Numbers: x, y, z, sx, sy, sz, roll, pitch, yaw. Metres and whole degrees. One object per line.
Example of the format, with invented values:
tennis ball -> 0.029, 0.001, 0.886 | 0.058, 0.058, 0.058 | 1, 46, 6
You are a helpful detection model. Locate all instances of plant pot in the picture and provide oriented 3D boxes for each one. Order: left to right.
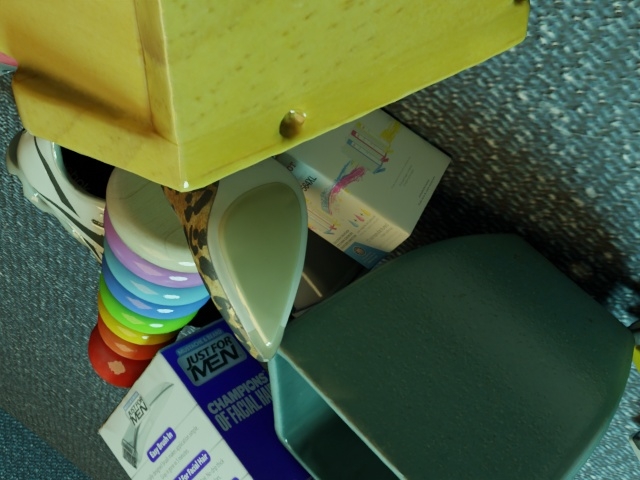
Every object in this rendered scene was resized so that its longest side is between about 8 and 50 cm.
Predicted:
plant pot -> 0.128, 0.139, 0.880 | 0.247, 0.252, 0.248 | 43, 158, 22

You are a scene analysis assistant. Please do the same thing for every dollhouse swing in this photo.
dollhouse swing -> -0.086, -0.259, 0.465 | 0.305, 0.315, 0.347 | 40, 145, 39

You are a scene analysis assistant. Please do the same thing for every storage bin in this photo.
storage bin -> 0.000, 0.000, 0.943 | 0.091, 0.135, 0.098 | 48, 150, -9

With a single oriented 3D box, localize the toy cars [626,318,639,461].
toy cars -> 0.357, 0.164, 0.895 | 0.176, 0.087, 0.394 | 58, 175, 39

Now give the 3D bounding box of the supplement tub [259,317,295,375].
supplement tub -> 0.017, 0.215, 1.169 | 0.316, 0.228, 0.228 | 6, 144, 39

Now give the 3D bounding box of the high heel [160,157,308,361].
high heel -> -0.096, -0.023, 0.826 | 0.093, 0.261, 0.186 | -6, 172, -33

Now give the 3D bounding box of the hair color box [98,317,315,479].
hair color box -> -0.072, 0.272, 1.039 | 0.339, 0.110, 0.185 | 51, 133, 11

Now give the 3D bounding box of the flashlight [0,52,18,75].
flashlight -> -0.267, -0.179, 0.851 | 0.304, 0.103, 0.103 | 10, 136, 44

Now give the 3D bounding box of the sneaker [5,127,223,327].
sneaker -> -0.193, -0.018, 1.098 | 0.330, 0.122, 0.146 | 39, 154, -18

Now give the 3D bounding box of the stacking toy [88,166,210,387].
stacking toy -> -0.171, 0.047, 1.017 | 0.141, 0.141, 0.330 | 30, 141, 0

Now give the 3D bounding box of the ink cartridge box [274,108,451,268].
ink cartridge box -> 0.019, -0.061, 0.851 | 0.143, 0.090, 0.092 | 33, 152, -6
